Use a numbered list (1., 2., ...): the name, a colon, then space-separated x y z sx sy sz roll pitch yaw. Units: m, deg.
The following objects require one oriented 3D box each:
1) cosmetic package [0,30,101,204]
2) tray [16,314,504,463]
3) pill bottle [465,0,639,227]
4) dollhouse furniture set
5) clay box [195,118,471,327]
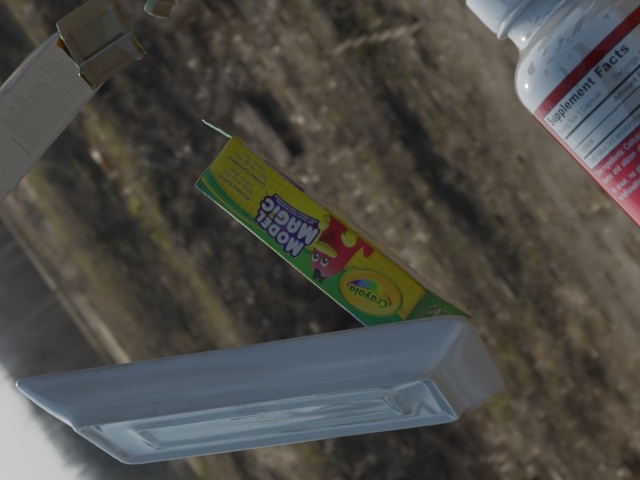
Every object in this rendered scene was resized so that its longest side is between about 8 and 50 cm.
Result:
1. cosmetic package: -0.360 -0.131 1.981 0.085 0.231 0.117 44 153 -15
2. tray: -0.031 0.097 1.013 0.145 0.270 0.030 56 -152 -64
3. pill bottle: 0.341 -0.146 1.649 0.407 0.229 0.229 47 171 5
4. dollhouse furniture set: -0.170 -0.210 1.503 0.058 0.152 0.076 49 171 42
5. clay box: 0.000 0.000 1.252 0.222 0.053 0.127 38 -177 23
